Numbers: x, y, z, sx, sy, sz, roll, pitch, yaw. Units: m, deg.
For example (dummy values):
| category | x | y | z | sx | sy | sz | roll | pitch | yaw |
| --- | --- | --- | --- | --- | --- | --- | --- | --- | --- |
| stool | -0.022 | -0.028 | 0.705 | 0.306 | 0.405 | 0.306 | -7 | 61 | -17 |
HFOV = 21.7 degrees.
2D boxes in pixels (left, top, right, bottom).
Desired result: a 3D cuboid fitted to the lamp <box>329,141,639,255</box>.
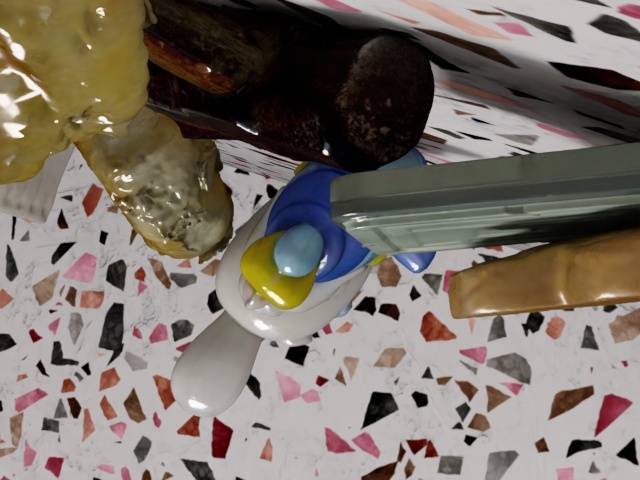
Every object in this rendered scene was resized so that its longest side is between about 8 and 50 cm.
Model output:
| category | x | y | z | sx | sy | sz | roll | pitch | yaw |
| --- | --- | --- | --- | --- | --- | --- | --- | --- | --- |
| lamp | 0.150 | -0.029 | 1.151 | 0.266 | 0.047 | 0.269 | -4 | 175 | 7 |

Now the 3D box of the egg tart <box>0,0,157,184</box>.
| category | x | y | z | sx | sy | sz | roll | pitch | yaw |
| --- | --- | --- | --- | --- | --- | --- | --- | --- | --- |
| egg tart | -0.197 | -0.137 | 0.511 | 0.351 | 0.150 | 0.352 | 15 | 163 | 5 |

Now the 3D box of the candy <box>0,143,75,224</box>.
| category | x | y | z | sx | sy | sz | roll | pitch | yaw |
| --- | --- | --- | --- | --- | --- | --- | --- | --- | --- |
| candy | -0.416 | -0.157 | 1.881 | 0.145 | 0.208 | 0.358 | 24 | -177 | 29 |

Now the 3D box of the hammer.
| category | x | y | z | sx | sy | sz | roll | pitch | yaw |
| --- | --- | --- | --- | --- | --- | --- | --- | --- | --- |
| hammer | -0.134 | -0.147 | 1.043 | 0.242 | 0.095 | 0.408 | 17 | 176 | 44 |

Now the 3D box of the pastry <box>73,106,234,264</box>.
| category | x | y | z | sx | sy | sz | roll | pitch | yaw |
| --- | --- | --- | --- | --- | --- | --- | --- | --- | --- |
| pastry | -0.176 | -0.098 | 1.699 | 0.257 | 0.120 | 0.236 | 55 | 177 | 41 |

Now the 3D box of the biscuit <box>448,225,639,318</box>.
| category | x | y | z | sx | sy | sz | roll | pitch | yaw |
| --- | --- | --- | --- | --- | --- | --- | --- | --- | --- |
| biscuit | 0.219 | 0.019 | 1.185 | 0.275 | 0.052 | 0.355 | -5 | 177 | -11 |

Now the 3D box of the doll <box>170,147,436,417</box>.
| category | x | y | z | sx | sy | sz | roll | pitch | yaw |
| --- | --- | --- | --- | --- | --- | --- | --- | --- | --- |
| doll | 0.008 | 0.004 | 1.737 | 0.187 | 0.376 | 0.365 | 24 | 159 | -5 |
